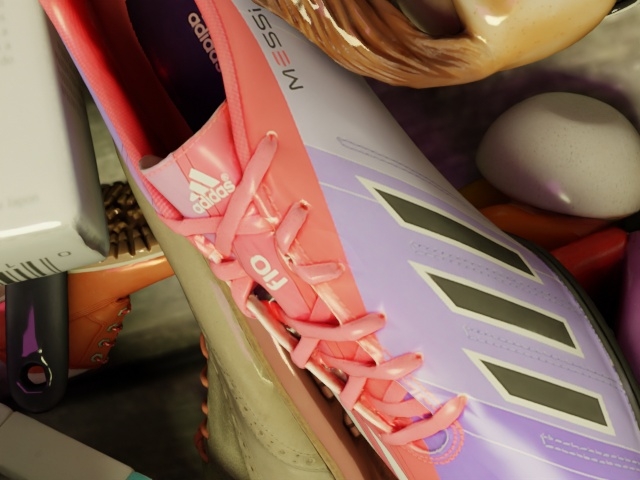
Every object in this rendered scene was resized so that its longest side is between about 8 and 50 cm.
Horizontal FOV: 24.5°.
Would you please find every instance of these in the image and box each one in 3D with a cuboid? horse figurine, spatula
[{"bbox_3d":[0.078,-0.139,0.538,0.174,0.263,0.066,46,163,0],"label":"horse figurine"},{"bbox_3d":[-0.136,-0.065,0.689,0.084,0.030,0.296,-1,98,4],"label":"spatula"}]

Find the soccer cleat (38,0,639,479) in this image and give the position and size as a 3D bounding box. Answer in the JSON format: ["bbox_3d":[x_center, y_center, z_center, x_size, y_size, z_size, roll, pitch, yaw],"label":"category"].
[{"bbox_3d":[0.000,0.000,0.528,0.109,0.116,0.318,-40,77,29],"label":"soccer cleat"}]

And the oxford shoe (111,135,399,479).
[{"bbox_3d":[-0.022,0.073,0.688,0.130,0.123,0.348,-17,108,31],"label":"oxford shoe"}]

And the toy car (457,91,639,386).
[{"bbox_3d":[0.121,0.036,0.613,0.182,0.136,0.159,17,116,15],"label":"toy car"}]

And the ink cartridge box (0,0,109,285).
[{"bbox_3d":[-0.278,-0.148,0.632,0.308,0.091,0.384,-12,78,-2],"label":"ink cartridge box"}]

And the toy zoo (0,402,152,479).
[{"bbox_3d":[-0.064,0.175,0.729,0.293,0.030,0.192,20,149,29],"label":"toy zoo"}]

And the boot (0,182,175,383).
[{"bbox_3d":[-0.114,0.025,0.756,0.158,0.059,0.084,-18,124,21],"label":"boot"}]

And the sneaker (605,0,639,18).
[{"bbox_3d":[0.102,-0.104,0.619,0.083,0.037,0.032,-16,107,28],"label":"sneaker"}]
